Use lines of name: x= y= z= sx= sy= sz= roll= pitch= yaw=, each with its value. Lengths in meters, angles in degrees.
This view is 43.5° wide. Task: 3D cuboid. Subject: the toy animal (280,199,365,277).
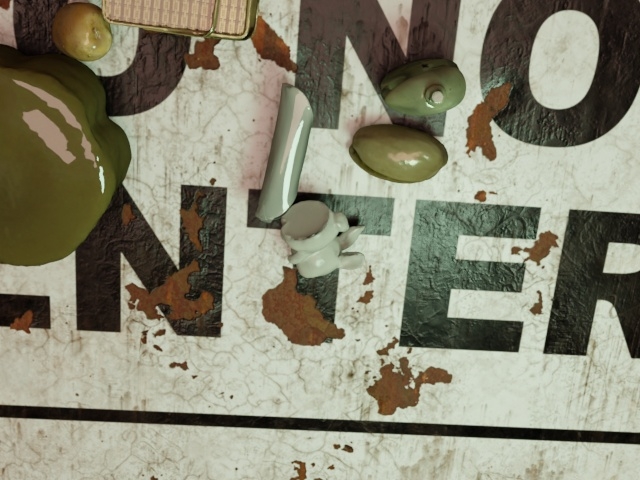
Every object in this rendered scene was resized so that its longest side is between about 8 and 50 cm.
toy animal: x=0.004 y=-0.003 z=1.842 sx=0.178 sy=0.127 sz=0.193 roll=-21 pitch=138 yaw=16

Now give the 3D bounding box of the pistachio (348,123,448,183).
pistachio: x=0.177 y=-0.197 z=1.815 sx=0.226 sy=0.136 sz=0.136 roll=10 pitch=108 yaw=1

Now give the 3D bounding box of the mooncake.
mooncake: x=-0.648 y=-0.185 z=1.702 sx=0.467 sy=0.262 sz=0.467 roll=-1 pitch=111 yaw=-3

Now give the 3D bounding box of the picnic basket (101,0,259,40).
picnic basket: x=-0.276 y=-0.541 z=1.641 sx=0.313 sy=0.175 sz=0.228 roll=7 pitch=108 yaw=-6

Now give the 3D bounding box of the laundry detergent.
laundry detergent: x=0.220 y=-0.322 z=1.699 sx=0.181 sy=0.253 sz=0.091 roll=-12 pitch=109 yaw=1

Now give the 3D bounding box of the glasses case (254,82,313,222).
glasses case: x=-0.072 y=-0.195 z=1.790 sx=0.083 sy=0.128 sz=0.308 roll=14 pitch=108 yaw=1

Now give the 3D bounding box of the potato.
potato: x=-0.496 y=-0.437 z=1.673 sx=0.109 sy=0.178 sz=0.118 roll=-18 pitch=120 yaw=-34
